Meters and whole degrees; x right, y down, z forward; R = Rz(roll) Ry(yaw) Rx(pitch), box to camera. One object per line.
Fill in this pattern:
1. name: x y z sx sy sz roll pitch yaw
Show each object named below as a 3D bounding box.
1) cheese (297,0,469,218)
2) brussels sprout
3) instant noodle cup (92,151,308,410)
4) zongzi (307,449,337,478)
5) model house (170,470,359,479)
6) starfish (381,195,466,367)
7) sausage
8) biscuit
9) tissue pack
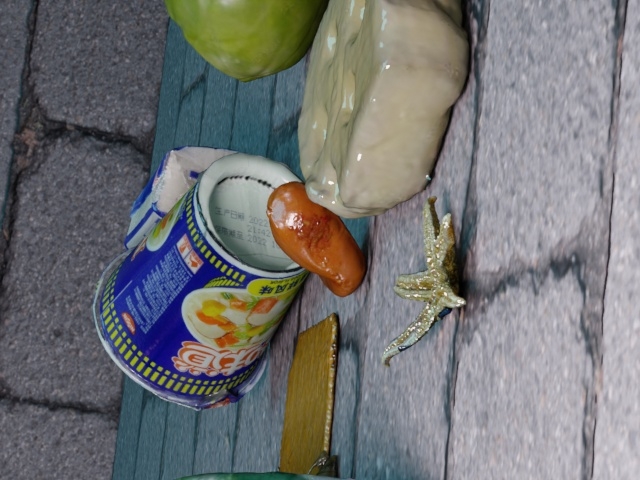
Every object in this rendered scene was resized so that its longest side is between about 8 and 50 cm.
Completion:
1. cheese: 0.068 -0.180 1.865 0.326 0.115 0.318 -172 91 -76
2. brussels sprout: -0.112 -0.400 2.391 0.344 0.268 0.344 -173 90 -84
3. instant noodle cup: -0.139 0.044 2.306 0.312 0.284 0.284 129 148 -47
4. zongzi: -0.111 0.388 1.949 0.123 0.260 0.289 179 98 -67
5. model house: -0.053 0.425 1.610 0.251 0.295 0.329 113 163 -56
6. starfish: 0.112 0.029 1.689 0.208 0.053 0.176 131 146 -60
7. sausage: 0.000 0.000 1.990 0.179 0.089 0.089 53 -160 -39
8. biscuit: -0.017 0.225 2.167 0.232 0.013 0.236 143 135 -70
9. tissue pack: -0.183 -0.049 2.575 0.270 0.209 0.137 140 136 -69
